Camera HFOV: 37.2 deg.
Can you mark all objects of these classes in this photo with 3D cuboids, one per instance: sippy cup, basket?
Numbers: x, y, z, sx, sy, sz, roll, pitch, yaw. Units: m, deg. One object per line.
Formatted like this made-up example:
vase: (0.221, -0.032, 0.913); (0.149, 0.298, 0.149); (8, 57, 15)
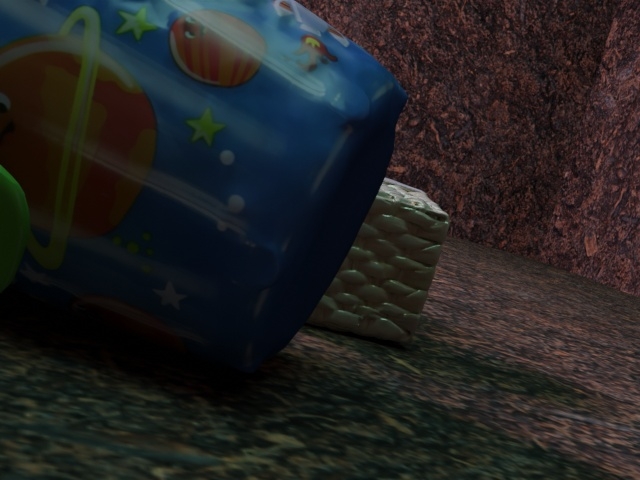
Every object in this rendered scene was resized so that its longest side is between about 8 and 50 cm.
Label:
sippy cup: (-0.088, -0.054, 0.482); (0.224, 0.305, 0.240); (27, -32, 9)
basket: (0.000, 0.000, 0.697); (0.167, 0.113, 0.103); (15, 7, -15)
